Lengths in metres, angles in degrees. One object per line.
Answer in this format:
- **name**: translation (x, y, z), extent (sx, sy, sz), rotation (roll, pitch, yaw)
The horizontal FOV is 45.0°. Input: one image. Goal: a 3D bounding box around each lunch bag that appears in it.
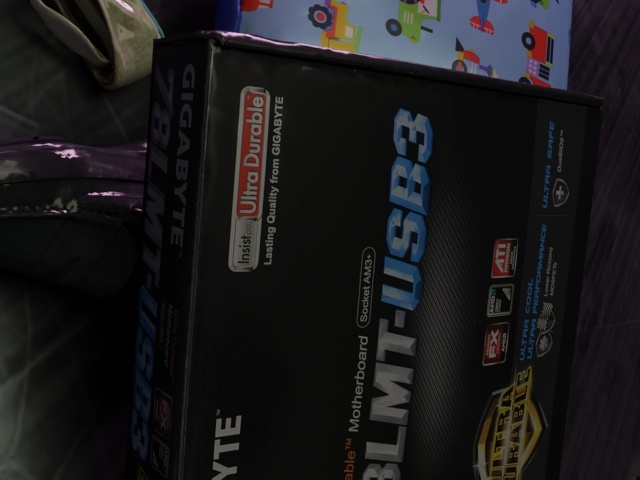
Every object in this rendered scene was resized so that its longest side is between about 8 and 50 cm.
- **lunch bag**: translation (0.047, -0.180, 0.566), extent (0.293, 0.138, 0.220), rotation (18, 73, -37)

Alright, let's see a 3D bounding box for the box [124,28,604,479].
- **box**: translation (0.039, 0.047, 0.454), extent (0.294, 0.073, 0.295), rotation (0, 99, -38)

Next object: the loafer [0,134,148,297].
- **loafer**: translation (-0.123, -0.008, 0.395), extent (0.223, 0.076, 0.078), rotation (-12, 80, -53)

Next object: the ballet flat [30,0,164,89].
- **ballet flat**: translation (-0.149, -0.160, 0.430), extent (0.052, 0.057, 0.168), rotation (-50, 116, -33)
